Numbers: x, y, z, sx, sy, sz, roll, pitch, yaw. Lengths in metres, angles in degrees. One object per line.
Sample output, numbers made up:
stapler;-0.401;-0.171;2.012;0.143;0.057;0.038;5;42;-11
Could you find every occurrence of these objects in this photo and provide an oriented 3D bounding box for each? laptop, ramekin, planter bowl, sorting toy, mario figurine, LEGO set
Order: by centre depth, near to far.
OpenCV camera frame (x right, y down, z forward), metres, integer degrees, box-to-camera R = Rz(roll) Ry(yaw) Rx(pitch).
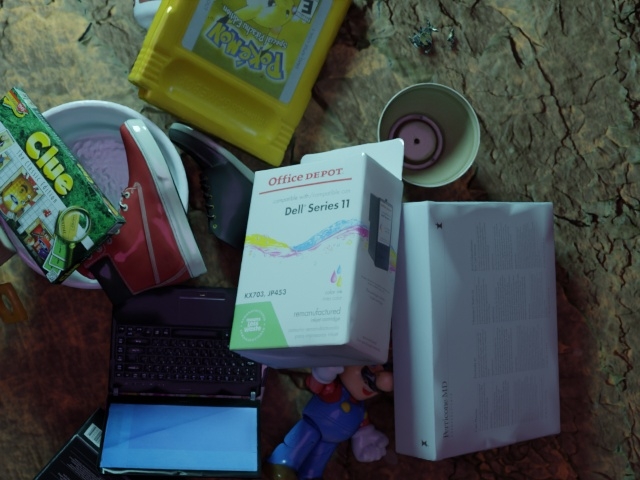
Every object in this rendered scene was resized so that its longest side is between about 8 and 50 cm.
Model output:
laptop;-0.199;0.200;1.420;0.234;0.136;0.264;3;89;-7
sorting toy;-0.544;-0.022;1.432;0.047;0.196;0.347;-35;94;-44
ramekin;-0.340;-0.066;1.479;0.277;0.135;0.277;0;89;-6
mario figurine;0.045;0.260;1.497;0.170;0.198;0.320;28;91;7
planter bowl;0.163;-0.163;1.550;0.162;0.109;0.162;0;90;-6
LEGO set;0.181;-0.333;1.601;0.083;0.023;0.054;17;90;-19

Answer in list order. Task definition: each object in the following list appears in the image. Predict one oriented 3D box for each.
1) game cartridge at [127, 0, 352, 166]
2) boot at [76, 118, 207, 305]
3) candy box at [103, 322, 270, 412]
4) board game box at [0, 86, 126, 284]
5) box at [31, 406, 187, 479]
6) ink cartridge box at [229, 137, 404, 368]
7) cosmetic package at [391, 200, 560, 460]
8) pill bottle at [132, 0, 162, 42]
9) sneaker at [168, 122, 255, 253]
game cartridge;-0.113;-0.313;1.485;0.285;0.053;0.323;25;86;-36
boot;-0.284;-0.038;1.376;0.176;0.088;0.244;-19;95;-5
candy box;-0.204;0.216;1.524;0.234;0.071;0.159;15;87;-5
board game box;-0.399;-0.079;1.365;0.136;0.030;0.259;-42;77;7
box;-0.304;0.411;1.467;0.261;0.103;0.184;42;107;-5
ink cartridge box;0.000;0.000;1.413;0.207;0.119;0.353;-8;66;34
cosmetic package;0.242;0.128;1.501;0.285;0.097;0.377;-1;89;-40
pill bottle;-0.231;-0.395;1.502;0.121;0.121;0.216;-2;90;-7
sneaker;-0.170;-0.082;1.525;0.222;0.083;0.118;38;86;-6
